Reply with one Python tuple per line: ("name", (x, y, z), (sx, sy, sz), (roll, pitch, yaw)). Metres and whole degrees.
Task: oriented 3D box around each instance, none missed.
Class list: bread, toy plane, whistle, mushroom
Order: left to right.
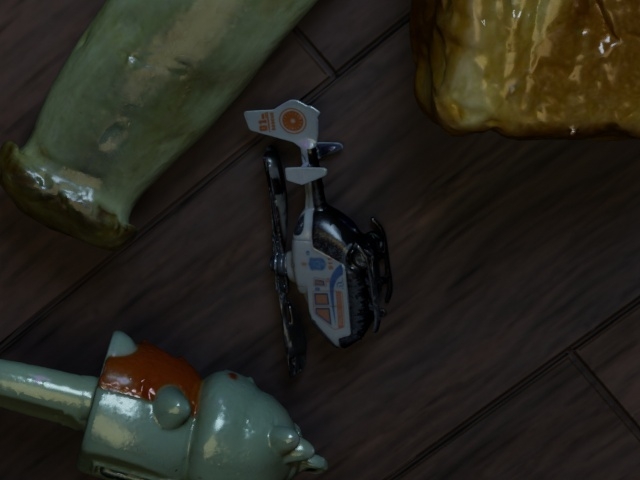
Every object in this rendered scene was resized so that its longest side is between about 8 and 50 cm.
("whistle", (-0.116, 0.122, 1.175), (0.253, 0.105, 0.101), (14, 128, -5))
("mushroom", (-0.081, -0.134, 1.092), (0.107, 0.087, 0.333), (37, 105, -12))
("toy plane", (0.001, -0.001, 1.149), (0.078, 0.053, 0.197), (-3, 113, 16))
("bread", (0.148, -0.220, 1.007), (0.195, 0.149, 0.344), (1, 109, -7))
